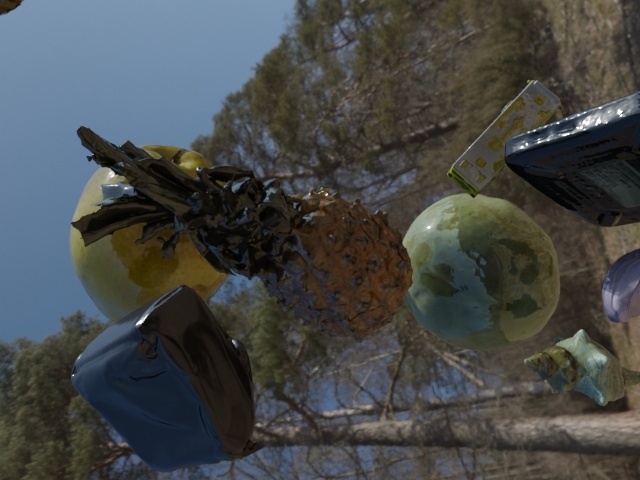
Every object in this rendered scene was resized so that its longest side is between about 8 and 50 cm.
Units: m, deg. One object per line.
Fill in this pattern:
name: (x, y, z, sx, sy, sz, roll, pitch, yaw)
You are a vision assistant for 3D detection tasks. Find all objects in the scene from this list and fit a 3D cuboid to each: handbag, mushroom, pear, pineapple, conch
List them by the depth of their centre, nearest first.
pineapple: (-0.080, -0.013, 0.650, 0.364, 0.165, 0.166, 22, -130, -23)
handbag: (-0.232, 0.231, 1.032, 0.275, 0.301, 0.178, 51, -136, -11)
conch: (0.485, 0.230, 1.135, 0.137, 0.233, 0.115, -67, -20, -61)
pear: (-0.357, -0.003, 1.349, 0.362, 0.419, 0.362, 14, -149, -8)
mushroom: (0.337, 0.070, 1.359, 0.260, 0.352, 0.353, -13, -99, -64)

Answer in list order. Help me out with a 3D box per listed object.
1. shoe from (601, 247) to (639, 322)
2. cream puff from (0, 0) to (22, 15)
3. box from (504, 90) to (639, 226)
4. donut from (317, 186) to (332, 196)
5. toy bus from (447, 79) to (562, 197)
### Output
shoe: (0.577, 0.052, 1.037, 0.245, 0.137, 0.095, -44, -65, -16)
cream puff: (-0.252, -0.266, 0.411, 0.196, 0.244, 0.244, 37, -165, 35)
box: (0.483, -0.114, 0.996, 0.289, 0.288, 0.073, 27, -113, -28)
donut: (0.009, -0.005, 1.488, 0.144, 0.186, 0.126, 31, -154, -30)
toy bus: (0.331, -0.185, 1.139, 0.081, 0.226, 0.074, 45, 179, 10)
